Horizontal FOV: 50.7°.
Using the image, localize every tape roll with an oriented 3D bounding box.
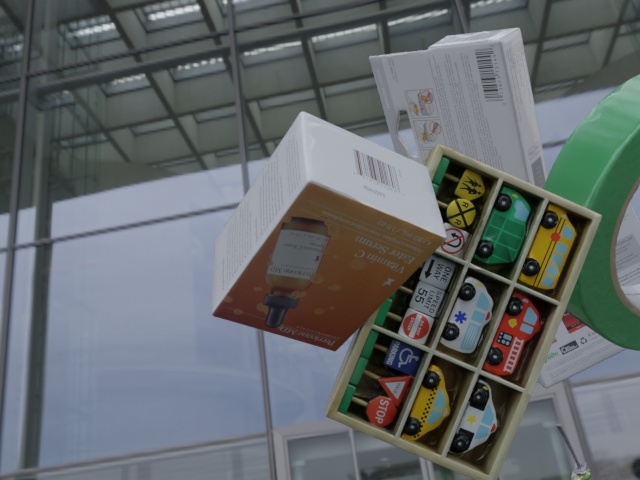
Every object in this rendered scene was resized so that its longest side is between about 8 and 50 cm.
[{"bbox_3d":[0.398,-0.032,0.762,0.321,0.077,0.321,-8,-66,-18],"label":"tape roll"}]

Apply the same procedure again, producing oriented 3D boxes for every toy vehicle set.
[{"bbox_3d":[0.129,0.067,0.623,0.166,0.267,0.035,22,-1,-2],"label":"toy vehicle set"}]

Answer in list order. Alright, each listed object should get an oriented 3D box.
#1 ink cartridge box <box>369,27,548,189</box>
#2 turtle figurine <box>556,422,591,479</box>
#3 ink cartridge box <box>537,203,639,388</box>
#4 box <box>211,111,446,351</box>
[{"bbox_3d":[0.235,-0.193,1.143,0.261,0.296,0.066,10,37,46],"label":"ink cartridge box"},{"bbox_3d":[0.542,0.457,1.162,0.197,0.275,0.266,-10,-20,28],"label":"turtle figurine"},{"bbox_3d":[0.502,0.092,1.325,0.309,0.272,0.130,-27,-5,3],"label":"ink cartridge box"},{"bbox_3d":[0.000,0.000,0.579,0.130,0.091,0.170,19,-50,-24],"label":"box"}]
